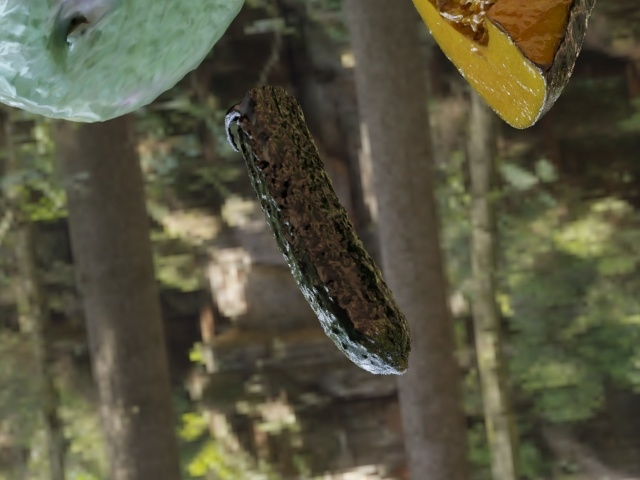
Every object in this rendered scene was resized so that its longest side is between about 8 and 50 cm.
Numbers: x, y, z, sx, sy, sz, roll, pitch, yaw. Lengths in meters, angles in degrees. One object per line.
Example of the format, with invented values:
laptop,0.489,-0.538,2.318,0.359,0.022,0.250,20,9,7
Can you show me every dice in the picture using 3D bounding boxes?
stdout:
dice,-0.228,-0.298,1.238,0.322,0.318,0.330,37,-168,18

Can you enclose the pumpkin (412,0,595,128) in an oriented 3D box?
pumpkin,0.173,-0.198,1.273,0.163,0.111,0.278,-24,-134,-11

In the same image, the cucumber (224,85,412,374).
cucumber,-0.001,0.001,1.163,0.067,0.245,0.067,-19,154,-10
